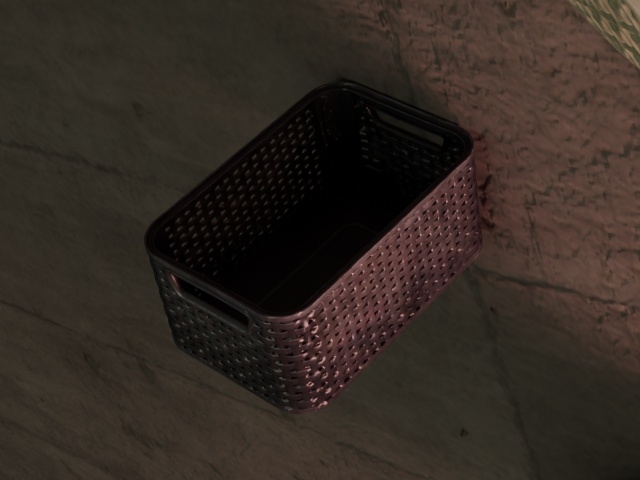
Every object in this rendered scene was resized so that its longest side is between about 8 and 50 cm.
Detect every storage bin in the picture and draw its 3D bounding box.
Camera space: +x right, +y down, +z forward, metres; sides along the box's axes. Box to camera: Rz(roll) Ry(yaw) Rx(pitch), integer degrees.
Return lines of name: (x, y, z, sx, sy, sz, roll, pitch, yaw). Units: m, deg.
storage bin: (0.000, 0.000, 0.848, 0.122, 0.180, 0.084, 26, 144, 33)

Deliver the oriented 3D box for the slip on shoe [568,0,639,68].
slip on shoe: (0.075, -0.214, 0.588, 0.331, 0.101, 0.123, 52, -177, 16)
